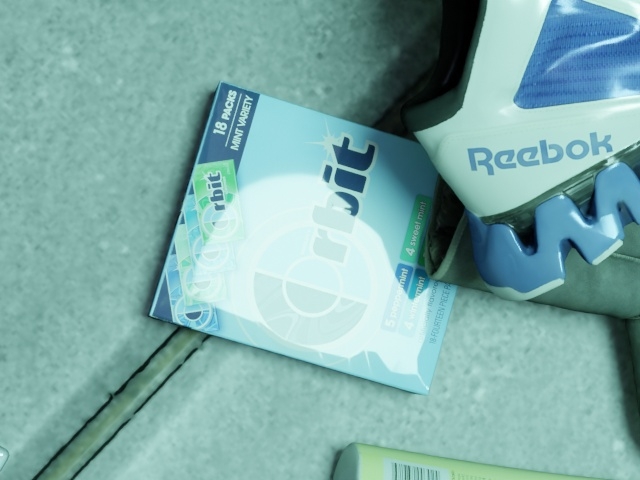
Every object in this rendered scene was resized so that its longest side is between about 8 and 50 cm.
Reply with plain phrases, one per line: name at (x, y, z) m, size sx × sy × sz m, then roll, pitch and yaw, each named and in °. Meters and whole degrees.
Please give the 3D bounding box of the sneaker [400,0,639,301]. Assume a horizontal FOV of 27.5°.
sneaker at (0.165, -0.128, 0.696) m, size 0.315 × 0.127 × 0.182 m, roll -40°, pitch 105°, yaw 6°

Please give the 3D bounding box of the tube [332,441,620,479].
tube at (0.126, 0.184, 0.846) m, size 0.240 × 0.062 × 0.070 m, roll 13°, pitch 128°, yaw -13°

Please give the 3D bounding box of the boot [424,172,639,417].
boot at (0.164, 0.037, 0.825) m, size 0.208 × 0.076 × 0.189 m, roll 14°, pitch 70°, yaw -29°

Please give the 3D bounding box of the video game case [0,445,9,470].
video game case at (-0.314, 0.169, 0.793) m, size 0.173 × 0.022 × 0.190 m, roll 31°, pitch 83°, yaw -5°

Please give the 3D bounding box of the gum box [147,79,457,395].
gum box at (0.000, 0.000, 0.841) m, size 0.184 × 0.041 × 0.157 m, roll 17°, pitch 84°, yaw -7°
